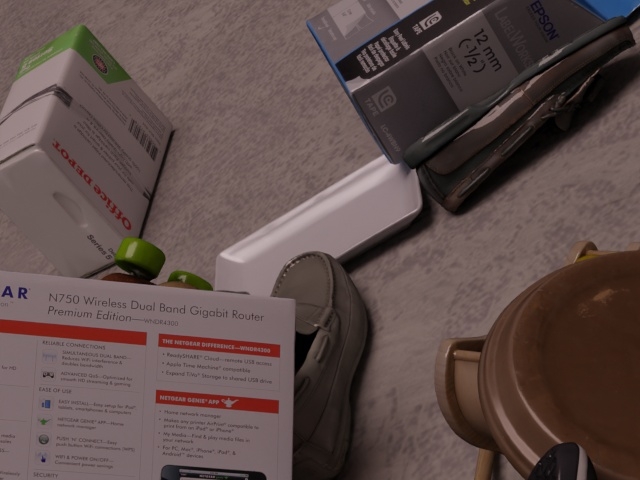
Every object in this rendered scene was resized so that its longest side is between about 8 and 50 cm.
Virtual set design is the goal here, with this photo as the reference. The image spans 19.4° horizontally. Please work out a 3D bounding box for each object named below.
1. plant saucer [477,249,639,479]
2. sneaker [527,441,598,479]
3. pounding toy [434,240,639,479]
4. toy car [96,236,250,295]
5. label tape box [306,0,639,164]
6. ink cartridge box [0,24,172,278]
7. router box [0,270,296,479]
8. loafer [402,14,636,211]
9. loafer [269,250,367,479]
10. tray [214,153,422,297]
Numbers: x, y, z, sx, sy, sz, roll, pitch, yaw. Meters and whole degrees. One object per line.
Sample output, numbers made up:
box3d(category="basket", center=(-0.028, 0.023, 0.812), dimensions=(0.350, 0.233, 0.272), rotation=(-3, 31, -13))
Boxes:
box3d(category="plant saucer", center=(0.256, 0.101, 1.391), dimensions=(0.278, 0.041, 0.278), rotation=(1, 44, -1))
box3d(category="sneaker", center=(0.196, 0.255, 1.279), dimensions=(0.084, 0.097, 0.235), rotation=(139, 128, -68))
box3d(category="pounding toy", center=(0.159, 0.109, 1.543), dimensions=(0.155, 0.154, 0.269), rotation=(2, 49, 52))
box3d(category="toy car", center=(-0.146, 0.093, 1.945), dimensions=(0.188, 0.149, 0.155), rotation=(2, 62, 48))
box3d(category="label tape box", center=(0.174, -0.257, 2.078), dimensions=(0.347, 0.115, 0.249), rotation=(-34, 27, 5))
box3d(category="ink cartridge box", center=(-0.311, -0.113, 2.398), dimensions=(0.115, 0.198, 0.273), rotation=(-26, 30, 26))
box3d(category="router box", center=(-0.191, 0.186, 1.589), dimensions=(0.082, 0.335, 0.301), rotation=(123, 151, -65))
box3d(category="loafer", center=(0.215, -0.128, 1.926), dimensions=(0.267, 0.084, 0.096), rotation=(-33, -3, 7))
box3d(category="loafer", center=(-0.024, 0.106, 1.818), dimensions=(0.112, 0.111, 0.319), rotation=(-29, 30, 20))
box3d(category="tray", center=(0.000, 0.000, 2.033), dimensions=(0.270, 0.030, 0.145), rotation=(-31, 28, 18))
